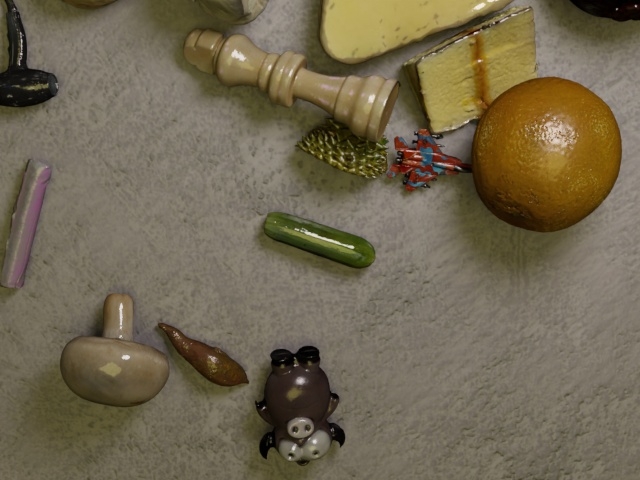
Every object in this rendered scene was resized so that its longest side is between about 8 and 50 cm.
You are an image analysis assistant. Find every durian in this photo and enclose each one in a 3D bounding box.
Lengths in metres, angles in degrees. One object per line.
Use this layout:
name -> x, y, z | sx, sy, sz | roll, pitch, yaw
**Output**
durian -> 0.055, -0.189, 1.534 | 0.186, 0.119, 0.108 | 17, 107, -5

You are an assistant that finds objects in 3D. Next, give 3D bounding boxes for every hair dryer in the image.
hair dryer -> -0.581, -0.352, 1.508 | 0.195, 0.075, 0.219 | -2, 94, 8

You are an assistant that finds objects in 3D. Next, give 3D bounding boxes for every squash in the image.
squash -> 0.000, 0.000, 1.610 | 0.228, 0.066, 0.066 | 18, 103, -5

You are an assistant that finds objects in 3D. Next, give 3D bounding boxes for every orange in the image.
orange -> 0.400, -0.152, 1.482 | 0.274, 0.274, 0.275 | -1, 104, -2

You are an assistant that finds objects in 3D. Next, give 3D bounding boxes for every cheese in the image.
cheese -> 0.137, -0.526, 1.459 | 0.383, 0.104, 0.384 | 0, 104, -2

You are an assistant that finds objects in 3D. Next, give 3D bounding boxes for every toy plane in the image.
toy plane -> 0.225, -0.149, 1.579 | 0.189, 0.061, 0.130 | 4, 117, -14

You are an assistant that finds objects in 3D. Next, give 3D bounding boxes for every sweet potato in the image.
sweet potato -> -0.235, 0.235, 1.660 | 0.226, 0.068, 0.068 | 35, 100, -9

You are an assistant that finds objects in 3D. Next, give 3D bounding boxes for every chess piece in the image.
chess piece -> -0.061, -0.293, 1.483 | 0.396, 0.117, 0.117 | 21, 103, 10

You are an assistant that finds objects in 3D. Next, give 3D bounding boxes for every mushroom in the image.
mushroom -> -0.393, 0.212, 1.601 | 0.207, 0.207, 0.215 | 2, 71, -3

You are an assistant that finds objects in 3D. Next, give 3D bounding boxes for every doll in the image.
doll -> -0.040, 0.341, 1.668 | 0.181, 0.117, 0.258 | -4, 102, -7

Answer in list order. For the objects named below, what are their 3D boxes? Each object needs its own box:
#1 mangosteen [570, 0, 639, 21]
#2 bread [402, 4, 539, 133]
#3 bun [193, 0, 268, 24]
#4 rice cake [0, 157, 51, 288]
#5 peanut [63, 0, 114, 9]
mangosteen -> 0.528, -0.516, 1.398 | 0.287, 0.288, 0.288 | -1, 104, -2
bread -> 0.293, -0.298, 1.507 | 0.240, 0.135, 0.178 | -25, 104, 2
bun -> -0.152, -0.486, 1.402 | 0.141, 0.239, 0.239 | 13, 104, 17
rice cake -> -0.568, -0.029, 1.587 | 0.055, 0.049, 0.270 | 15, 102, -20
peanut -> -0.347, -0.494, 1.424 | 0.291, 0.159, 0.143 | -23, 142, 4
